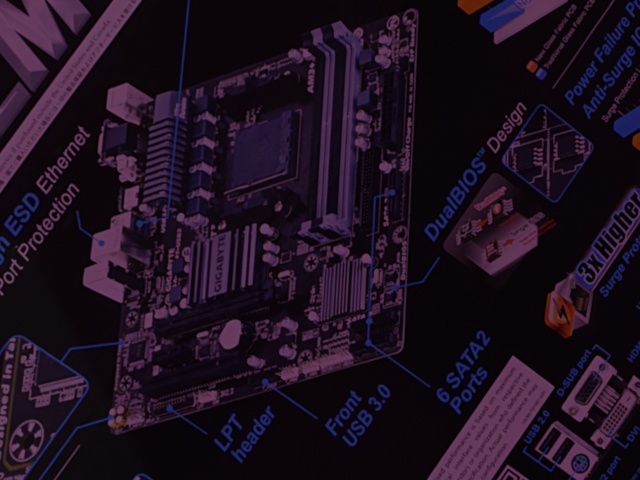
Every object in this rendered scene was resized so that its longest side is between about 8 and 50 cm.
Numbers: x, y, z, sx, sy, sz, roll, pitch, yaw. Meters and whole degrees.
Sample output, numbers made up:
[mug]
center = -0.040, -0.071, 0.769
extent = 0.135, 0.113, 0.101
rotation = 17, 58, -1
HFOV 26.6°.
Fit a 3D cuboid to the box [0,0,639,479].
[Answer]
[box]
center = 0.000, 0.000, 0.384
extent = 0.293, 0.073, 0.295
rotation = 36, 84, -11
